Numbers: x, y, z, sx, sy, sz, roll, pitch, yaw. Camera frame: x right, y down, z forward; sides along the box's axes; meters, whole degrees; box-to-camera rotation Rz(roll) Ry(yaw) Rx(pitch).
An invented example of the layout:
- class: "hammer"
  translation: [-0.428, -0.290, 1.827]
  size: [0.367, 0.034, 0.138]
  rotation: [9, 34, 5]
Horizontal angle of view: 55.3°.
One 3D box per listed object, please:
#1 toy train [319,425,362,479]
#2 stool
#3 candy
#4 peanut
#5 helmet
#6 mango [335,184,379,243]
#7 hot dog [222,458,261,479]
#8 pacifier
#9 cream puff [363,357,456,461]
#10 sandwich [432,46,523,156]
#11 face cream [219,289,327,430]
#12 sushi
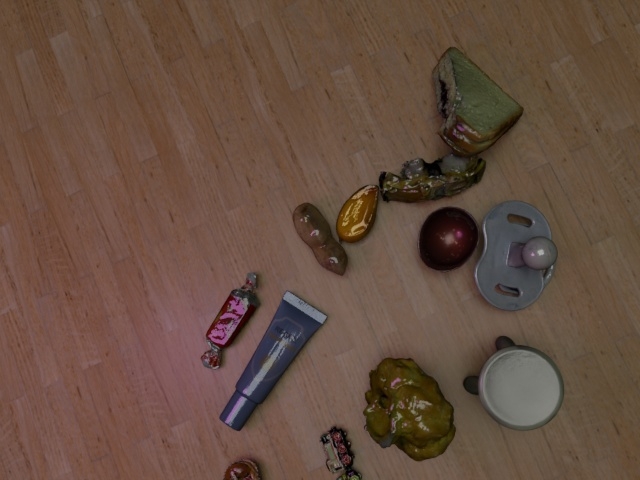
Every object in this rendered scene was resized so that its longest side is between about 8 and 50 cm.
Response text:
- class: "toy train"
  translation: [0.067, 0.613, 1.600]
  size: [0.085, 0.053, 0.250]
  rotation: [-23, 80, 10]
- class: "stool"
  translation: [0.481, 0.353, 1.510]
  size: [0.195, 0.198, 0.195]
  rotation: [39, 91, 12]
- class: "candy"
  translation: [-0.246, 0.220, 1.692]
  size: [0.086, 0.059, 0.292]
  rotation: [31, 86, 14]
- class: "peanut"
  translation: [0.001, 0.000, 1.668]
  size: [0.085, 0.104, 0.228]
  rotation: [-32, 81, -6]
- class: "helmet"
  translation: [0.342, 0.004, 1.620]
  size: [0.155, 0.106, 0.175]
  rotation: [21, 88, 19]
- class: "mango"
  translation: [0.104, -0.071, 1.678]
  size: [0.101, 0.066, 0.188]
  rotation: [27, 93, 21]
- class: "hot dog"
  translation: [-0.197, 0.706, 1.613]
  size: [0.131, 0.069, 0.253]
  rotation: [-8, 80, 7]
- class: "pacifier"
  translation: [0.520, 0.041, 1.538]
  size: [0.238, 0.226, 0.287]
  rotation: [16, 85, -9]
- class: "cream puff"
  translation: [0.196, 0.422, 1.500]
  size: [0.185, 0.282, 0.282]
  rotation: [-34, 79, -17]
- class: "sandwich"
  translation: [0.375, -0.368, 1.618]
  size: [0.254, 0.100, 0.288]
  rotation: [-34, 76, -33]
- class: "face cream"
  translation: [-0.140, 0.331, 1.653]
  size: [0.135, 0.086, 0.385]
  rotation: [32, 83, 10]
- class: "sushi"
  translation: [0.299, -0.175, 1.639]
  size: [0.290, 0.139, 0.131]
  rotation: [-7, 74, 8]
